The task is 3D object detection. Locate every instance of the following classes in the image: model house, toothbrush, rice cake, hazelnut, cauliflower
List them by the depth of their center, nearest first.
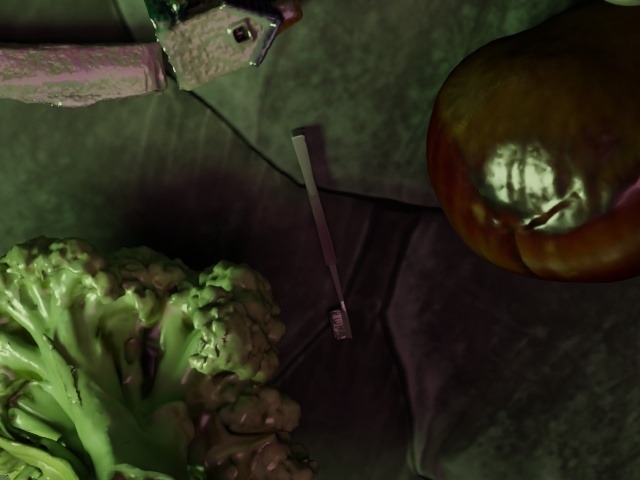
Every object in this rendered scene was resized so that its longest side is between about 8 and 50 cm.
[{"bbox_3d":[-0.068,-0.168,1.014,0.100,0.101,0.088,-20,117,2],"label":"model house"},{"bbox_3d":[-0.214,-0.126,1.055,0.206,0.036,0.047,2,114,-7],"label":"rice cake"},{"bbox_3d":[0.192,-0.061,1.059,0.229,0.229,0.229,-3,119,-6],"label":"hazelnut"},{"bbox_3d":[-0.116,0.134,1.081,0.327,0.281,0.260,43,78,-28],"label":"cauliflower"},{"bbox_3d":[0.002,-0.001,1.164,0.017,0.014,0.194,-12,119,0],"label":"toothbrush"}]

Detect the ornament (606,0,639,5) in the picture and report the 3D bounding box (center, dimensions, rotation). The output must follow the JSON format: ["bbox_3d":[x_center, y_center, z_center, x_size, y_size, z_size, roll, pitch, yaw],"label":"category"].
[{"bbox_3d":[0.195,-0.207,0.995,0.081,0.156,0.075,-7,118,-4],"label":"ornament"}]
